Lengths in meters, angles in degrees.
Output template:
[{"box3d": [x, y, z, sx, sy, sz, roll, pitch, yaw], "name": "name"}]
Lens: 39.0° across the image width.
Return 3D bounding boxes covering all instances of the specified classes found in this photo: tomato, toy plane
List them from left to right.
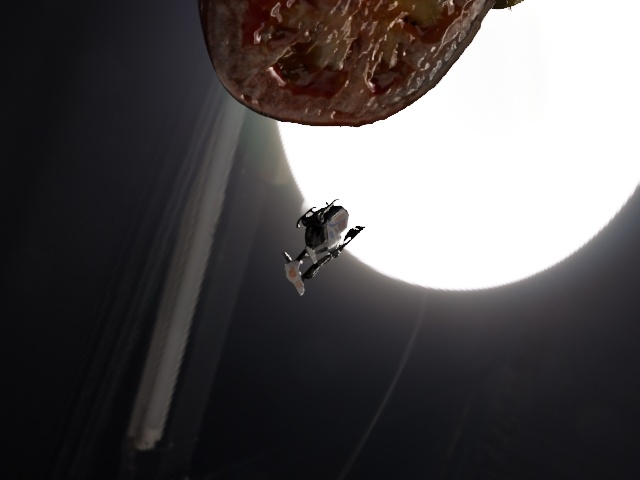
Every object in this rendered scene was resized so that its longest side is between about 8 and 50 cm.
[{"box3d": [-0.001, 0.000, 1.328, 0.078, 0.053, 0.197, 60, -139, -15], "name": "toy plane"}, {"box3d": [0.017, -0.273, 0.902, 0.338, 0.143, 0.338, -18, -43, -17], "name": "tomato"}]

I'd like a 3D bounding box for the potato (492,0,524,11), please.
[{"box3d": [0.354, -0.547, 1.606, 0.140, 0.173, 0.300, 30, -94, -44], "name": "potato"}]
